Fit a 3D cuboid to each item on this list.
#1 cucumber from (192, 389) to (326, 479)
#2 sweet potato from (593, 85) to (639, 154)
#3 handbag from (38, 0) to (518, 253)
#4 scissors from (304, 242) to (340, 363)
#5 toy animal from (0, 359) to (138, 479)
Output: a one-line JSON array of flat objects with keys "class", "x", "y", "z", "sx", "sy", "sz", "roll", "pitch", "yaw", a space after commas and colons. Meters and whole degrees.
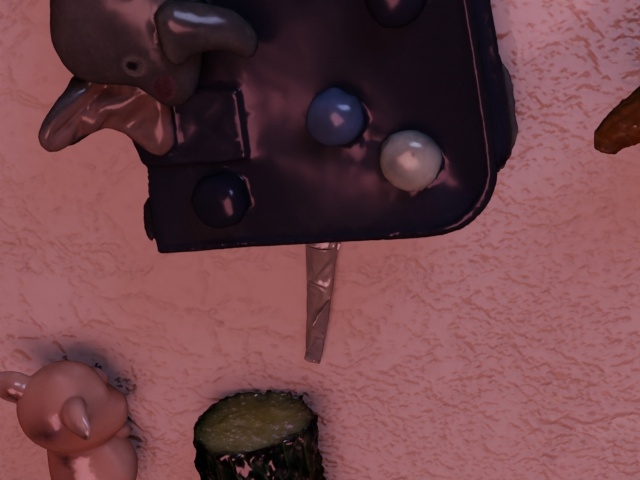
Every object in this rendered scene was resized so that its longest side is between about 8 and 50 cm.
[{"class": "cucumber", "x": -0.030, "y": 0.285, "z": 1.017, "sx": 0.096, "sy": 0.096, "sz": 0.359, "roll": -1, "pitch": 118, "yaw": 12}, {"class": "sweet potato", "x": 0.300, "y": -0.149, "z": 0.698, "sx": 0.359, "sy": 0.112, "sz": 0.112, "roll": -35, "pitch": 109, "yaw": 7}, {"class": "handbag", "x": -0.043, "y": -0.149, "z": 0.755, "sx": 0.269, "sy": 0.118, "sz": 0.326, "roll": -7, "pitch": 111, "yaw": 18}, {"class": "scissors", "x": 0.000, "y": 0.000, "z": 0.891, "sx": 0.110, "sy": 0.021, "sz": 0.212, "roll": 9, "pitch": 119, "yaw": 8}, {"class": "toy animal", "x": -0.179, "y": 0.148, "z": 0.976, "sx": 0.083, "sy": 0.089, "sz": 0.150, "roll": -14, "pitch": 125, "yaw": 14}]
